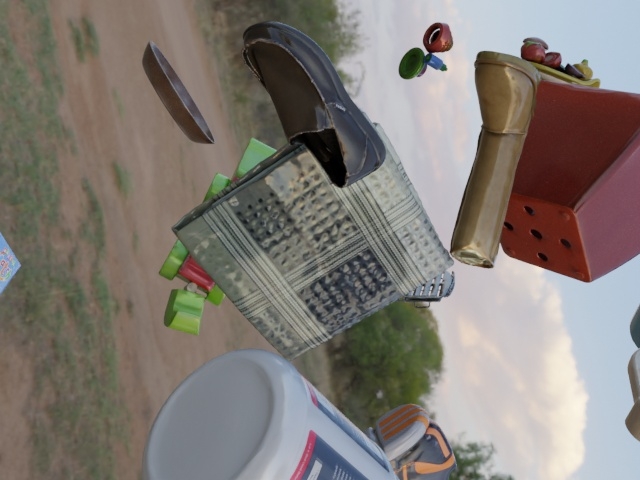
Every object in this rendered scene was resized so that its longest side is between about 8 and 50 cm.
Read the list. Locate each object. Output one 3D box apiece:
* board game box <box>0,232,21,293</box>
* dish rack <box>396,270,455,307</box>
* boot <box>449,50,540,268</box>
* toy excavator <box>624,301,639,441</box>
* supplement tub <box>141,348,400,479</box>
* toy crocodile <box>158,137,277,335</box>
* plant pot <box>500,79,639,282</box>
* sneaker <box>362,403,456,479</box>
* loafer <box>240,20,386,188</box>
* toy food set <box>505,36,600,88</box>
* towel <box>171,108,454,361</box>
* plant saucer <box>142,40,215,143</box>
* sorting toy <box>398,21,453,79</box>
[{"bbox_3d":[-0.649,0.082,1.399,0.160,0.039,0.212,89,22,-55],"label":"board game box"},{"bbox_3d":[0.093,0.056,1.306,0.208,0.271,0.074,-49,138,-71],"label":"dish rack"},{"bbox_3d":[0.249,-0.108,1.109,0.236,0.089,0.270,30,76,-62],"label":"boot"},{"bbox_3d":[0.754,0.215,1.593,0.433,0.444,0.222,-114,-158,-45],"label":"toy excavator"},{"bbox_3d":[-0.035,0.257,0.800,0.272,0.191,0.191,50,17,-37],"label":"supplement tub"},{"bbox_3d":[-0.155,-0.010,1.208,0.341,0.115,0.105,-62,-170,-16],"label":"toy crocodile"},{"bbox_3d":[0.433,-0.088,1.313,0.267,0.236,0.267,23,-29,45],"label":"plant pot"},{"bbox_3d":[0.075,0.413,1.200,0.180,0.321,0.125,55,9,-16],"label":"sneaker"},{"bbox_3d":[-0.012,-0.148,0.854,0.220,0.078,0.080,47,-36,-15],"label":"loafer"},{"bbox_3d":[0.436,-0.344,1.454,0.128,0.217,0.071,-113,-136,-82],"label":"toy food set"},{"bbox_3d":[0.000,0.000,1.088,0.324,0.312,0.056,55,7,-36],"label":"towel"},{"bbox_3d":[-0.207,-0.205,1.087,0.169,0.029,0.168,60,2,-3],"label":"plant saucer"},{"bbox_3d":[0.166,-0.275,1.137,0.042,0.102,0.061,21,32,-36],"label":"sorting toy"}]
